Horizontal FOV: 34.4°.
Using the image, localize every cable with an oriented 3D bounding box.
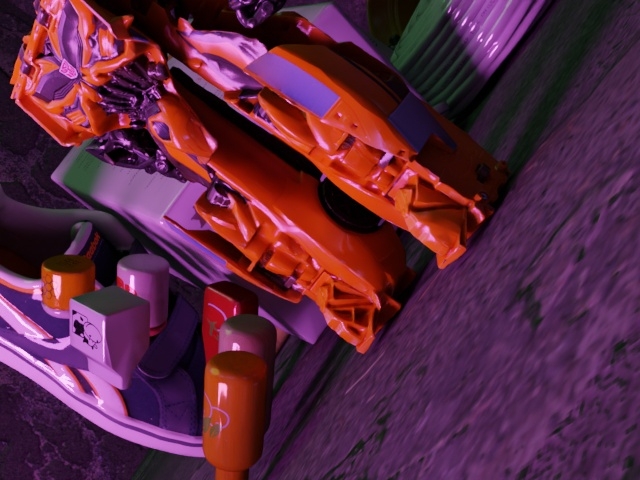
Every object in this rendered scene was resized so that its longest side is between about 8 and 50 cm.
[{"bbox_3d":[0.156,-0.238,0.953,0.257,0.089,0.257,-52,9,47],"label":"cable"}]

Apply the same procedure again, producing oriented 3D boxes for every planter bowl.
[{"bbox_3d":[0.167,-0.350,1.607,0.090,0.217,0.217,-16,-16,-25],"label":"planter bowl"}]

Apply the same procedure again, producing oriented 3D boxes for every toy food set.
[{"bbox_3d":[-0.107,0.089,0.741,0.111,0.232,0.105,-18,-60,-47],"label":"toy food set"}]

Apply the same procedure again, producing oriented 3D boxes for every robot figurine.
[{"bbox_3d":[-0.052,-0.068,0.585,0.211,0.291,0.085,-53,4,47],"label":"robot figurine"}]

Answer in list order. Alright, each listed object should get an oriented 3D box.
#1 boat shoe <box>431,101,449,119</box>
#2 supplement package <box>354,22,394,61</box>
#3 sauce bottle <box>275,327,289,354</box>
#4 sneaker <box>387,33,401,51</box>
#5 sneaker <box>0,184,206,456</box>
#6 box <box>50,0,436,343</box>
[{"bbox_3d":[0.100,-0.095,0.923,0.035,0.035,0.100,-26,-6,-8],"label":"boat shoe"},{"bbox_3d":[-0.002,-0.146,1.454,0.263,0.199,0.198,-58,5,-40],"label":"supplement package"},{"bbox_3d":[-0.069,0.122,1.155,0.128,0.042,0.042,-58,4,-23],"label":"sauce bottle"},{"bbox_3d":[0.112,-0.235,1.575,0.097,0.135,0.276,-39,13,-35],"label":"sneaker"},{"bbox_3d":[-0.178,0.067,0.870,0.127,0.321,0.126,-53,16,28],"label":"sneaker"},{"bbox_3d":[-0.077,-0.073,0.934,0.215,0.168,0.345,-53,27,-10],"label":"box"}]
